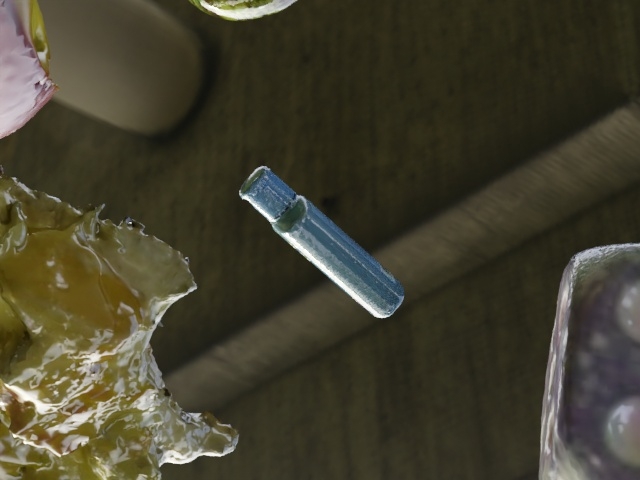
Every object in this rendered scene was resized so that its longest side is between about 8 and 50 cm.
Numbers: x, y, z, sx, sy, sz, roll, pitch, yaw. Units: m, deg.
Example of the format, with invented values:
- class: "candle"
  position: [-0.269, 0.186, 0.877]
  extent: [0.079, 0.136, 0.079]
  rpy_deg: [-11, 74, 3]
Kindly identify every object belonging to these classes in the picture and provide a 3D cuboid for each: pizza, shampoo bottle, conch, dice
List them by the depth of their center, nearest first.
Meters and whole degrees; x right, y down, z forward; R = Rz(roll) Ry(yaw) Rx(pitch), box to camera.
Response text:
- class: "pizza"
  position: [-0.165, 0.073, 0.694]
  extent: [0.223, 0.323, 0.089]
  rpy_deg: [6, -137, 17]
- class: "dice"
  position: [0.373, 0.159, 1.343]
  extent: [0.270, 0.270, 0.271]
  rpy_deg: [65, 33, -77]
- class: "shampoo bottle"
  position: [0.000, 0.000, 1.730]
  extent: [0.061, 0.258, 0.104]
  rpy_deg: [-48, -161, 2]
- class: "conch"
  position: [-0.120, -0.360, 1.751]
  extent: [0.124, 0.187, 0.181]
  rpy_deg: [-48, -175, 15]

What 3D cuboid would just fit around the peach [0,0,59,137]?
- class: "peach"
  position: [-0.319, -0.188, 0.856]
  extent: [0.242, 0.306, 0.380]
  rpy_deg: [-27, -173, -15]
